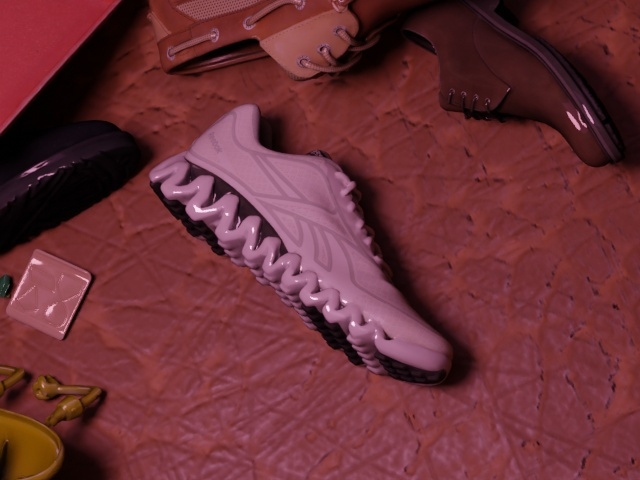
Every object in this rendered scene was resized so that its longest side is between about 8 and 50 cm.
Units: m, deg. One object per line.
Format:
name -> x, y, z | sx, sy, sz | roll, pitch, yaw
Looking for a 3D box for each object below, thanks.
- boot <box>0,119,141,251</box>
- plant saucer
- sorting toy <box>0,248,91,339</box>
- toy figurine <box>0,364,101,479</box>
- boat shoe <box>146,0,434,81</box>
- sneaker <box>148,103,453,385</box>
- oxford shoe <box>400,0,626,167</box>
boot -> -0.295, -0.096, 1.605 | 0.246, 0.094, 0.207 | -29, 71, 9
plant saucer -> -0.317, -0.173, 1.585 | 0.259, 0.048, 0.258 | 21, 51, 19
sorting toy -> -0.237, 0.040, 1.597 | 0.083, 0.012, 0.062 | 23, 88, 16
toy figurine -> -0.370, 0.208, 1.553 | 0.362, 0.191, 0.217 | 12, 109, 11
boat shoe -> -0.001, -0.186, 1.525 | 0.324, 0.122, 0.120 | -1, 89, 36
sneaker -> 0.000, 0.000, 1.500 | 0.292, 0.110, 0.118 | 39, 80, 20
oxford shoe -> 0.148, -0.119, 1.502 | 0.096, 0.083, 0.227 | -46, 57, 3
